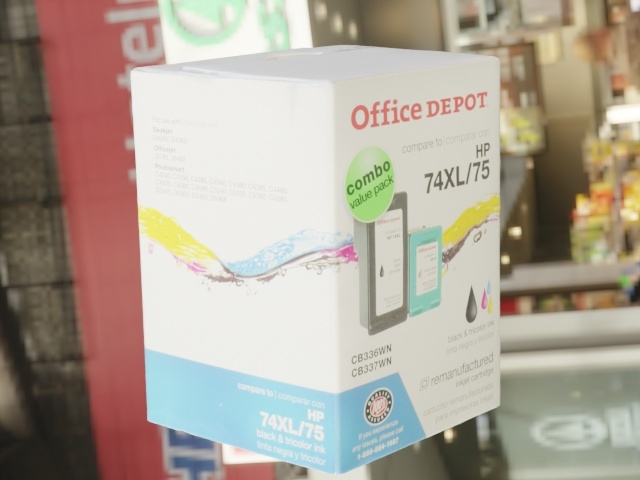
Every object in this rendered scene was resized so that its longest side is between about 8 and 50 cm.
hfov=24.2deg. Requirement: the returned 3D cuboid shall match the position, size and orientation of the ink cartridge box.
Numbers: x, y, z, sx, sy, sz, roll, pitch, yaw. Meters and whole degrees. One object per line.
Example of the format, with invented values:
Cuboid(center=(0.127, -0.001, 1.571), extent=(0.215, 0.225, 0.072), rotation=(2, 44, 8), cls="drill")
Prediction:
Cuboid(center=(0.000, 0.000, 1.101), extent=(0.198, 0.197, 0.270), rotation=(-15, -72, -47), cls="ink cartridge box")
